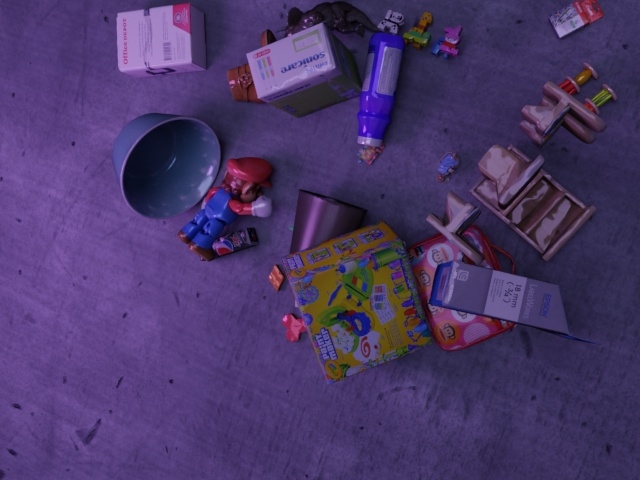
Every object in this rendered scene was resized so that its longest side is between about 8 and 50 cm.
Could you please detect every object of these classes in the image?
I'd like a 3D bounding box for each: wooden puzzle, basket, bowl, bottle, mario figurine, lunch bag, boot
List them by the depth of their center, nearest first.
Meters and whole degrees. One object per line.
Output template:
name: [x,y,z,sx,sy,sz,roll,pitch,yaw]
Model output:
lunch bag: [0.367,0.110,1.620,0.258,0.120,0.293,-25,85,13]
bottle: [0.151,-0.387,1.669,0.092,0.118,0.282,9,100,-2]
basket: [0.000,0.000,1.688,0.204,0.154,0.226,22,99,37]
wooden puzzle: [0.132,-0.239,1.738,0.049,0.006,0.083,42,102,12]
boot: [-0.189,-0.480,1.785,0.152,0.073,0.197,3,107,23]
mario figurine: [-0.238,-0.088,1.795,0.198,0.170,0.320,40,91,5]
bowl: [-0.451,-0.230,1.797,0.163,0.311,0.311,37,102,35]

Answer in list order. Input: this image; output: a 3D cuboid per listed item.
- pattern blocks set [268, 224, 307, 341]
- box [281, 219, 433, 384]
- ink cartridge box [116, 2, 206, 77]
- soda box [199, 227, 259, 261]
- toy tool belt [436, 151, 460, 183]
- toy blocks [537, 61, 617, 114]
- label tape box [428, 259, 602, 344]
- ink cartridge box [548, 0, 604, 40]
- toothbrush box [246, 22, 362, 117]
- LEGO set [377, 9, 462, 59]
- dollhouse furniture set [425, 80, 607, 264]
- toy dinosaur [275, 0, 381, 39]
pattern blocks set: [-0.007,0.105,1.780,0.285,0.026,0.324,-13,87,17]
box: [0.088,0.148,1.575,0.279,0.177,0.290,-20,112,-4]
ink cartridge box: [-0.461,-0.577,1.869,0.237,0.100,0.172,-2,91,17]
soda box: [-0.266,0.011,1.841,0.169,0.060,0.053,-18,87,17]
toy tool belt: [0.324,-0.188,1.655,0.052,0.051,0.083,38,102,14]
toy blocks: [0.617,-0.338,1.558,0.148,0.054,0.123,-39,80,15]
label tape box: [0.427,0.134,1.430,0.334,0.240,0.105,13,86,3]
ink cartridge box: [0.622,-0.546,1.565,0.115,0.029,0.063,-27,83,17]
toothbrush box: [-0.029,-0.423,1.641,0.206,0.283,0.122,-17,87,18]
LEGO set: [0.274,-0.541,1.650,0.227,0.087,0.093,27,96,22]
dollhouse furniture set: [0.470,-0.094,1.428,0.256,0.394,0.362,42,100,12]
toy dinosaur: [0.029,-0.586,1.700,0.314,0.121,0.160,-16,47,4]
